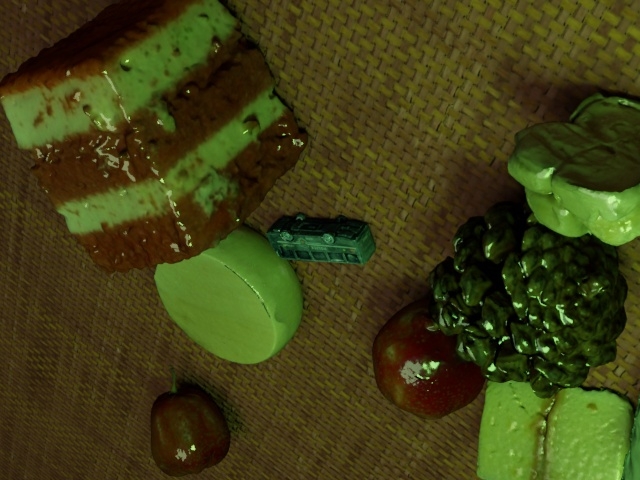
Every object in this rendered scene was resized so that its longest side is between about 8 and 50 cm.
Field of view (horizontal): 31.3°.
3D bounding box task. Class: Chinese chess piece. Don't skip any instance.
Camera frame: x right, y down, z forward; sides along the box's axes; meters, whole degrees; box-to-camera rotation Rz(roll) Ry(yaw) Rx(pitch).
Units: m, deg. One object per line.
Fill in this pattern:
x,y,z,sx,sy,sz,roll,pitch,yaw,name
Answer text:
-0.145,0.081,1.830,0.250,0.097,0.251,23,137,23,Chinese chess piece

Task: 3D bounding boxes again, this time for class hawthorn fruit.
0.158,0.156,1.603,0.169,0.169,0.188,29,134,17,hawthorn fruit
-0.255,0.331,2.114,0.162,0.162,0.204,-22,87,47,hawthorn fruit

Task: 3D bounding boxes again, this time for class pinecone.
0.256,0.068,1.397,0.243,0.243,0.257,42,170,1,pinecone

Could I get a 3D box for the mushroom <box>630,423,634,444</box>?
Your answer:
0.537,0.299,1.415,0.328,0.159,0.122,19,154,32,mushroom

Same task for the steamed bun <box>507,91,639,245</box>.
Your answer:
0.305,-0.074,1.261,0.192,0.177,0.106,21,139,31,steamed bun

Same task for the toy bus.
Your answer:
0.000,0.000,1.678,0.166,0.047,0.065,4,130,37,toy bus

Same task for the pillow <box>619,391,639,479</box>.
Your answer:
0.441,0.238,1.401,0.128,0.229,0.051,7,162,38,pillow

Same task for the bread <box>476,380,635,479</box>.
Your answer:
0.359,0.282,1.642,0.240,0.135,0.178,9,96,35,bread

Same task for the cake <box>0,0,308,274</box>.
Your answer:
-0.230,-0.154,1.560,0.270,0.269,0.320,-8,120,44,cake
